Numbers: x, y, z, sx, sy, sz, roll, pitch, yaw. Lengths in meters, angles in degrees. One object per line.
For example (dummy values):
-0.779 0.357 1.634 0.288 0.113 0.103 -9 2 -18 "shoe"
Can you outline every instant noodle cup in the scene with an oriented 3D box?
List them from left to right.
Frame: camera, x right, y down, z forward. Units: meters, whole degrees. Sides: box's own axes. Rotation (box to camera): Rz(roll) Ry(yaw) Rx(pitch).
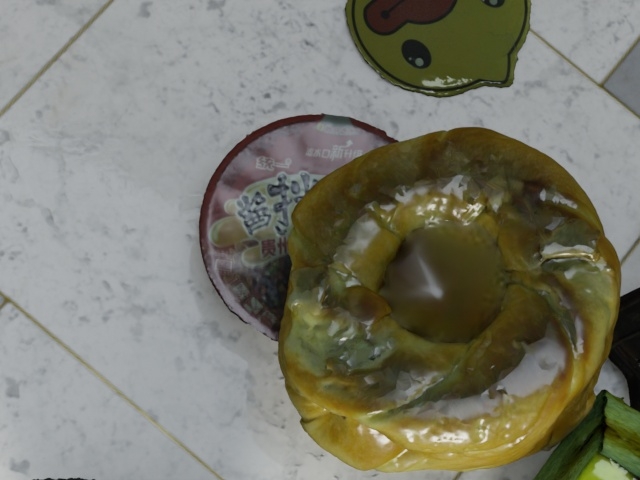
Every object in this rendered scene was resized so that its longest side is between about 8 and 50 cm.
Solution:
0.000 0.000 1.582 0.274 0.091 0.274 2 76 -8 "instant noodle cup"

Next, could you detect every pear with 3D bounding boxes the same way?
0.274 0.302 1.430 0.159 0.292 0.292 39 74 4 "pear"

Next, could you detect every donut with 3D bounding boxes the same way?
0.118 0.066 1.430 0.360 0.170 0.360 -3 67 8 "donut"

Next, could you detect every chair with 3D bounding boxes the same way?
0.370 0.084 1.612 0.106 0.113 0.229 48 31 -20 "chair"

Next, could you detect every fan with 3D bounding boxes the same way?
0.113 -0.307 1.721 0.229 0.011 0.335 -41 85 -16 "fan"

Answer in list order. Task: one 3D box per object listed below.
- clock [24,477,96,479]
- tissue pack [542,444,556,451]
-0.151 0.297 1.372 0.313 0.312 0.061 13 68 -5 "clock"
0.202 0.098 1.568 0.159 0.125 0.234 12 73 -1 "tissue pack"
